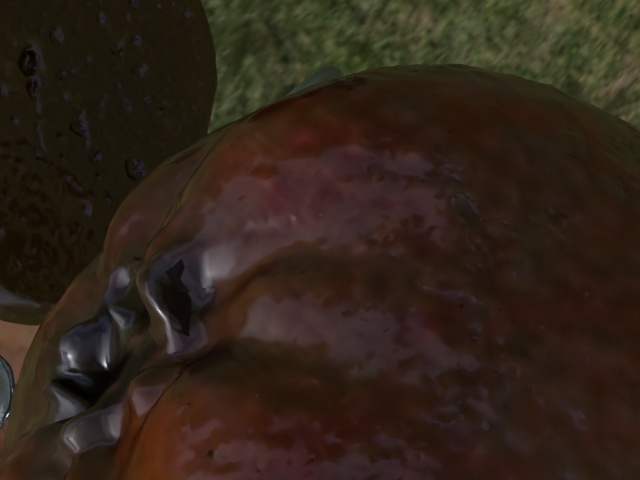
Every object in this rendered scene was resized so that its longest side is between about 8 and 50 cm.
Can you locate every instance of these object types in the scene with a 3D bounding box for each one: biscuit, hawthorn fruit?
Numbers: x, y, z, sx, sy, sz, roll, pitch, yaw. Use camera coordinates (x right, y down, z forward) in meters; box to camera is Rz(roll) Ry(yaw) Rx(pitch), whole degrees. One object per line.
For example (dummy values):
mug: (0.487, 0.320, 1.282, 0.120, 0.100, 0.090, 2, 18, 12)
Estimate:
biscuit: (-0.246, -0.135, 1.526, 0.070, 0.394, 0.350, -14, 127, 45)
hawthorn fruit: (0.050, 0.085, 0.434, 0.262, 0.210, 0.210, 34, 126, -19)

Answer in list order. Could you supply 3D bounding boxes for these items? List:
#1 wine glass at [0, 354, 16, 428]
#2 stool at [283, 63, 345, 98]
wine glass: (-0.270, 0.048, 1.159, 0.122, 0.183, 0.122, -13, 130, -16)
stool: (0.000, 0.000, 1.374, 0.195, 0.195, 0.198, -41, 94, 12)
